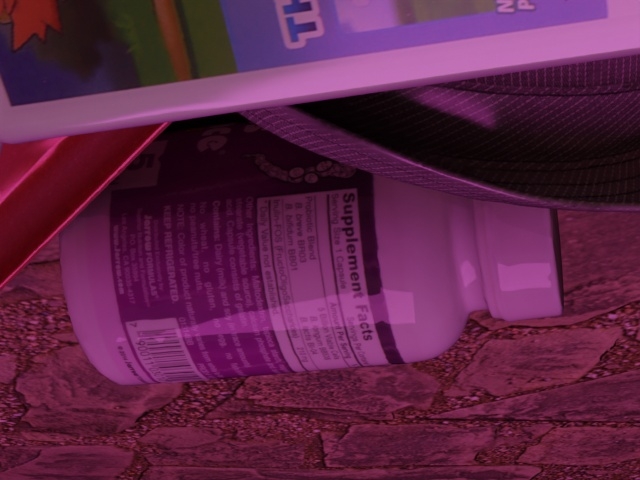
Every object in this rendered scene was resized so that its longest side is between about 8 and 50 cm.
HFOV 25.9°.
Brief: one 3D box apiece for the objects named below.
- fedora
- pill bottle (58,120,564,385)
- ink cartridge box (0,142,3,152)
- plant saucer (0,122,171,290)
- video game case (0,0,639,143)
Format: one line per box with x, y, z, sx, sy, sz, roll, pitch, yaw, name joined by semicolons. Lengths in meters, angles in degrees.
0.067;-0.128;0.544;0.276;0.243;0.124;10;129;-8;fedora
0.000;0.000;0.897;0.302;0.169;0.169;-6;160;11;pill bottle
-0.214;-0.073;0.445;0.198;0.270;0.197;9;-162;-27;ink cartridge box
-0.233;-0.063;0.757;0.259;0.047;0.258;-42;143;21;plant saucer
0.021;-0.188;0.279;0.300;0.036;0.329;-7;119;13;video game case
